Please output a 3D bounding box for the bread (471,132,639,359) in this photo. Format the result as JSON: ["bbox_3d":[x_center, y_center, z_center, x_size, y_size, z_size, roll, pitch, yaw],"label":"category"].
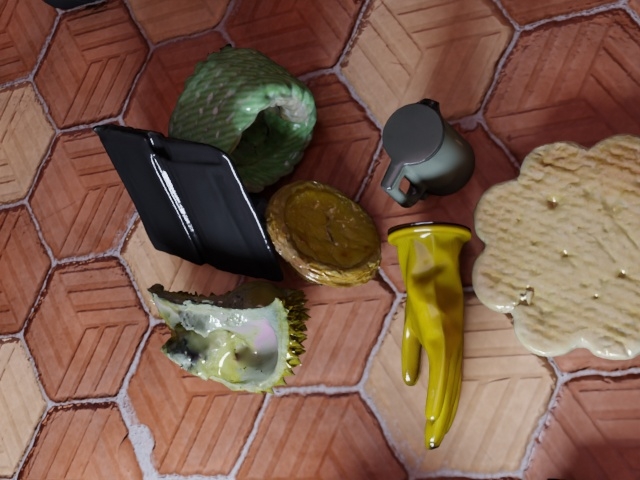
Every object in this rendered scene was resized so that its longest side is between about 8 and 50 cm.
[{"bbox_3d":[0.350,0.009,1.044,0.316,0.054,0.316,-5,77,23],"label":"bread"}]

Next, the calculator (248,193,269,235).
[{"bbox_3d":[-0.172,-0.047,1.305,0.210,0.039,0.121,30,90,28],"label":"calculator"}]

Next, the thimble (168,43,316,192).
[{"bbox_3d":[-0.124,-0.179,1.217,0.150,0.219,0.219,40,96,27],"label":"thimble"}]

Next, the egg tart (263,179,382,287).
[{"bbox_3d":[0.000,0.000,1.166,0.191,0.191,0.074,57,138,24],"label":"egg tart"}]

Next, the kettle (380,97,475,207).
[{"bbox_3d":[0.142,-0.120,1.116,0.127,0.148,0.098,-34,67,15],"label":"kettle"}]

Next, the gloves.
[{"bbox_3d":[0.148,0.130,1.064,0.116,0.133,0.294,-5,77,24],"label":"gloves"}]

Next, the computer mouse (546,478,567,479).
[{"bbox_3d":[0.292,0.429,0.939,0.170,0.100,0.269,24,79,49],"label":"computer mouse"}]

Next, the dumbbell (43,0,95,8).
[{"bbox_3d":[-0.369,-0.546,1.417,0.323,0.204,0.203,-6,76,23],"label":"dumbbell"}]

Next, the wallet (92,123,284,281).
[{"bbox_3d":[-0.204,-0.059,1.197,0.323,0.247,0.041,11,42,41],"label":"wallet"}]

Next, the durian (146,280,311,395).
[{"bbox_3d":[-0.135,0.133,1.178,0.306,0.166,0.172,10,80,36],"label":"durian"}]
